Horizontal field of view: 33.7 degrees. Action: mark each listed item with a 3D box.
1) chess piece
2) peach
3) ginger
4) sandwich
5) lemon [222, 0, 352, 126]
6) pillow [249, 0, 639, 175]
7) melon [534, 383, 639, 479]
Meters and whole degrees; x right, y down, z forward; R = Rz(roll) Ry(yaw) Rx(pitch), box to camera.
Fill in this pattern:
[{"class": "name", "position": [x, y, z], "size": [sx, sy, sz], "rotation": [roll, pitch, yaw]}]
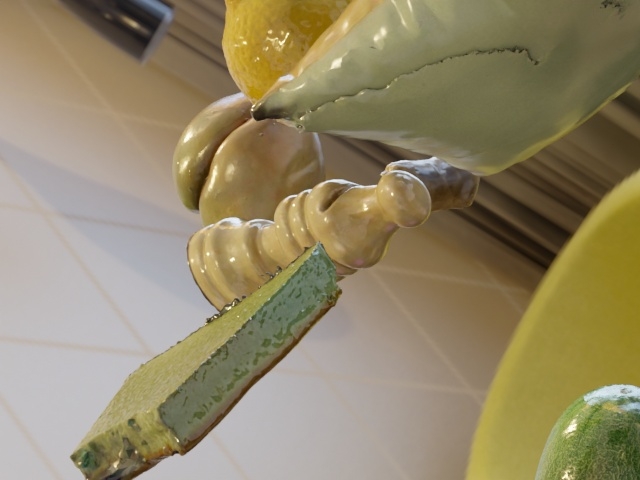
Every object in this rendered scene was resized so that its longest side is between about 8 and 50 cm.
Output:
[{"class": "chess piece", "position": [0.000, 0.000, 1.209], "size": [0.307, 0.138, 0.124], "rotation": [-22, 7, 38]}, {"class": "peach", "position": [-0.121, -0.127, 1.869], "size": [0.292, 0.247, 0.292], "rotation": [-15, 64, 34]}, {"class": "ginger", "position": [0.161, -0.085, 1.459], "size": [0.190, 0.095, 0.069], "rotation": [-13, -1, -34]}, {"class": "sandwich", "position": [-0.093, 0.118, 0.923], "size": [0.245, 0.063, 0.212], "rotation": [-36, 9, 16]}, {"class": "lemon", "position": [-0.004, -0.210, 1.139], "size": [0.187, 0.244, 0.187], "rotation": [-48, 25, 31]}, {"class": "pillow", "position": [0.150, -0.159, 0.747], "size": [0.312, 0.119, 0.310], "rotation": [-42, -25, 26]}, {"class": "melon", "position": [0.325, 0.303, 1.177], "size": [0.182, 0.182, 0.287], "rotation": [-102, 21, -79]}]
